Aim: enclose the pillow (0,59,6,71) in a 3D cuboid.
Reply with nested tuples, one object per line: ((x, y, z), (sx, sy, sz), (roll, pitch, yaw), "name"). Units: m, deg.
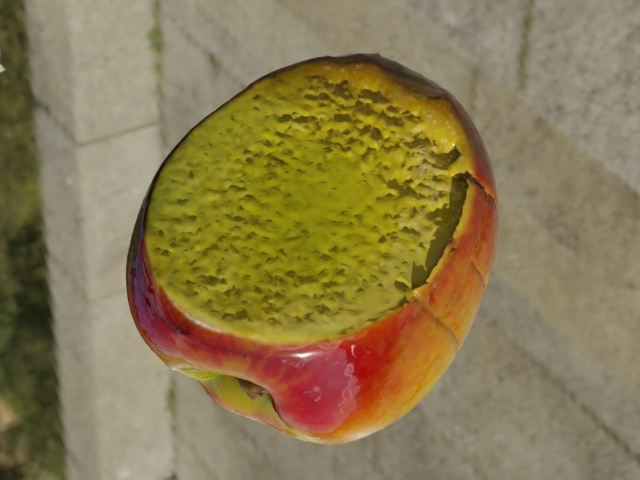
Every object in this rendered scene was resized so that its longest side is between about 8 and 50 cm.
((-0.283, -0.204, 1.208), (0.148, 0.050, 0.229), (-25, 88, 63), "pillow")

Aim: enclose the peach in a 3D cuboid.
((0.000, 0.000, 1.246), (0.249, 0.274, 0.245), (36, 169, -5), "peach")
